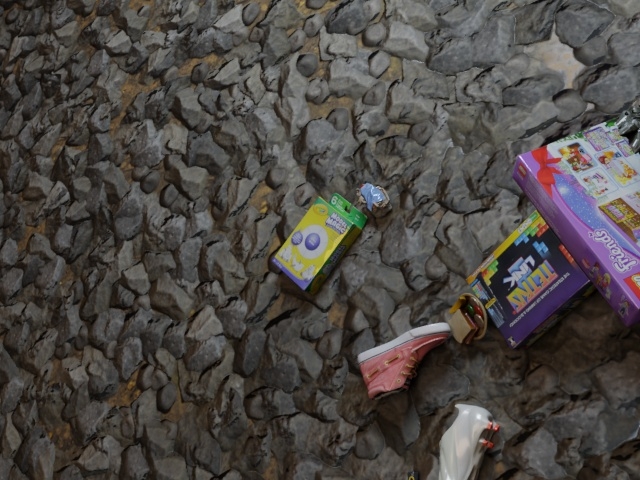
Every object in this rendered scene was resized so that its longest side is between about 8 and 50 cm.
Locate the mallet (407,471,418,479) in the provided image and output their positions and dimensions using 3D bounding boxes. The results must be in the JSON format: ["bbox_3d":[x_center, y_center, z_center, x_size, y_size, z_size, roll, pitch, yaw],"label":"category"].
[{"bbox_3d":[0.152,0.458,1.169,0.062,0.039,0.189,-3,68,31],"label":"mallet"}]

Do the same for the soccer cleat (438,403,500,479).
[{"bbox_3d":[0.208,0.347,1.156,0.076,0.068,0.196,15,74,39],"label":"soccer cleat"}]

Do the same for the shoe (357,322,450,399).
[{"bbox_3d":[0.145,0.202,1.247,0.178,0.063,0.081,-28,62,27],"label":"shoe"}]

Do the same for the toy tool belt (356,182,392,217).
[{"bbox_3d":[0.091,-0.082,1.383,0.052,0.051,0.083,-46,56,10],"label":"toy tool belt"}]

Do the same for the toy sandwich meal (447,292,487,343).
[{"bbox_3d":[0.235,0.126,1.214,0.085,0.029,0.085,38,135,54],"label":"toy sandwich meal"}]

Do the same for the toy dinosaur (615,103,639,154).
[{"bbox_3d":[0.531,-0.171,0.999,0.164,0.322,0.218,45,118,-8],"label":"toy dinosaur"}]

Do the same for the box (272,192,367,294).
[{"bbox_3d":[0.000,0.000,1.417,0.105,0.043,0.179,39,94,35],"label":"box"}]

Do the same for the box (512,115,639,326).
[{"bbox_3d":[0.444,-0.040,1.093,0.201,0.057,0.293,-21,58,-11],"label":"box"}]

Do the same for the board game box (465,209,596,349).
[{"bbox_3d":[0.323,0.061,1.158,0.170,0.048,0.141,-52,51,32],"label":"board game box"}]
